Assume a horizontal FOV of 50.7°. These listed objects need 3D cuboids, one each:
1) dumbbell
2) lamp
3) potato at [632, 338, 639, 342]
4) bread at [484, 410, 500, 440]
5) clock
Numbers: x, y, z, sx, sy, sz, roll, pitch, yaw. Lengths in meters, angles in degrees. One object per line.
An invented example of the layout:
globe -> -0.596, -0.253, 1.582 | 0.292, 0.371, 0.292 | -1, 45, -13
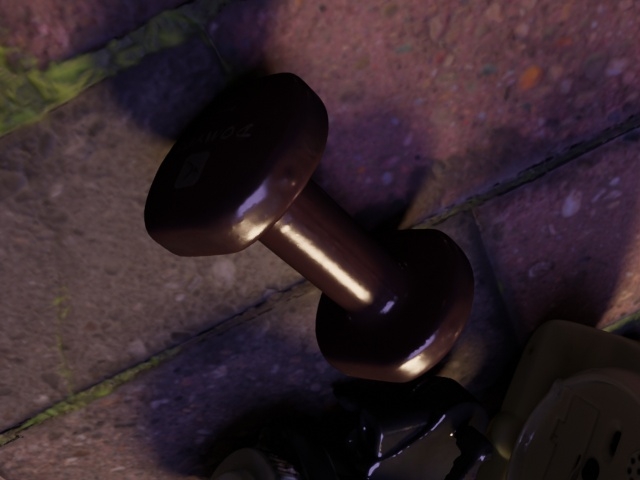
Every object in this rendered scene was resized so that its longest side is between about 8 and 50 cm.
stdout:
dumbbell -> 0.000, 0.000, 0.476 | 0.140, 0.124, 0.225 | -5, 143, 46
lamp -> 0.007, 0.310, 0.656 | 0.272, 0.205, 0.374 | 4, 107, -25
potato -> 0.328, 0.139, 0.735 | 0.083, 0.040, 0.051 | -41, 113, 13
bread -> 0.214, 0.215, 0.751 | 0.103, 0.049, 0.062 | -11, 127, -11
clock -> 0.253, 0.224, 0.567 | 0.109, 0.324, 0.265 | 19, 93, -12
